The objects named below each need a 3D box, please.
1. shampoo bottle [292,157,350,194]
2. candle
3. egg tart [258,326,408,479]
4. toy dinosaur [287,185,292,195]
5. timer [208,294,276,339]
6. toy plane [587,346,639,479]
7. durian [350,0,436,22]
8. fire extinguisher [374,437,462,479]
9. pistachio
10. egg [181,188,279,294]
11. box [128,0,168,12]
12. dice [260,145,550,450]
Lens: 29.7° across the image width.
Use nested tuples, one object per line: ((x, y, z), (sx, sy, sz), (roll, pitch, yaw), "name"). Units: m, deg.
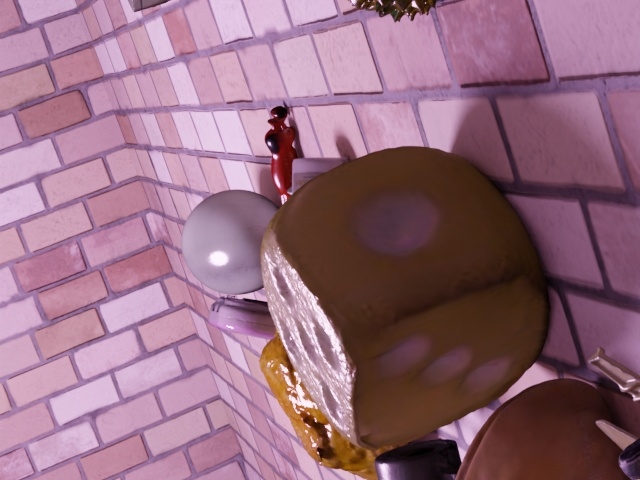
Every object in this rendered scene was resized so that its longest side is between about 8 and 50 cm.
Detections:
((0.000, 0.000, 1.663), (0.086, 0.056, 0.227), (2, 92, 38), "shampoo bottle")
((-0.039, -0.051, 1.902), (0.048, 0.051, 0.329), (-132, 25, -58), "candle")
((0.018, 0.233, 1.869), (0.352, 0.153, 0.339), (64, 168, -7), "egg tart")
((0.011, -0.037, 1.791), (0.187, 0.044, 0.106), (26, 151, 50), "toy dinosaur")
((-0.094, 0.141, 2.123), (0.208, 0.190, 0.069), (-178, 99, -74), "timer")
((0.311, 0.181, 0.960), (0.242, 0.104, 0.256), (52, 170, 2), "toy plane")
((0.044, -0.266, 1.211), (0.186, 0.108, 0.119), (37, 145, 62), "durian")
((0.174, 0.451, 1.537), (0.200, 0.113, 0.376), (174, 83, -75), "fire extinguisher")
((0.217, 0.276, 1.192), (0.162, 0.181, 0.293), (-115, 42, -75), "pistachio")
((-0.141, 0.003, 2.077), (0.264, 0.183, 0.183), (-2, 110, 67), "egg")
((-0.171, -0.430, 1.503), (0.225, 0.225, 0.117), (63, 164, 21), "box")
((0.084, 0.058, 1.277), (0.227, 0.238, 0.233), (55, 159, 39), "dice")
